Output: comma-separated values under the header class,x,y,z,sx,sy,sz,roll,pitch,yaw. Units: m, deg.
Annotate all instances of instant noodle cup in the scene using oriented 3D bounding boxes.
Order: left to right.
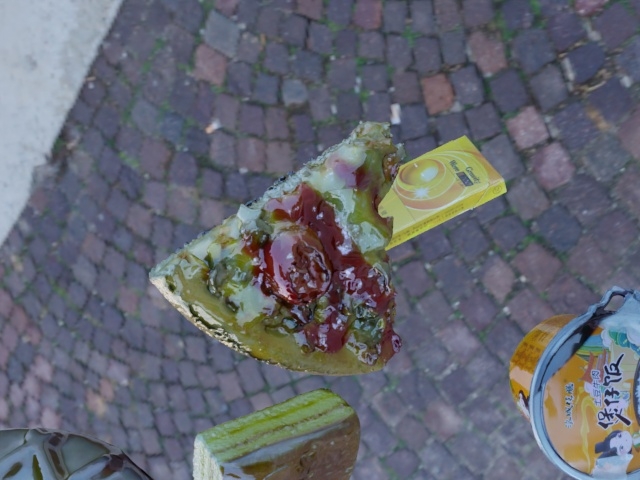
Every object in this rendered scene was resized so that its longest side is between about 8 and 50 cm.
class,x,y,z,sx,sy,sz,roll,pitch,yaw
instant noodle cup,0.270,0.145,1.124,0.125,0.178,0.208,-162,89,-73

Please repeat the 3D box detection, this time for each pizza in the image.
class,x,y,z,sx,sy,sz,roll,pitch,yaw
pizza,0.000,0.000,1.644,0.130,0.440,0.406,35,101,57

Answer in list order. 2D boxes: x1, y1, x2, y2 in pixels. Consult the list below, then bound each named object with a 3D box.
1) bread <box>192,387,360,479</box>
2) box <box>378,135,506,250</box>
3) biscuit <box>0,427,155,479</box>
class,x,y,z,sx,sy,sz,roll,pitch,yaw
bread,-0.061,0.324,1.559,0.110,0.234,0.184,41,136,39
box,0.175,-0.081,1.954,0.152,0.269,0.043,58,173,46
biscuit,-0.221,0.299,0.881,0.366,0.268,0.115,52,166,37
